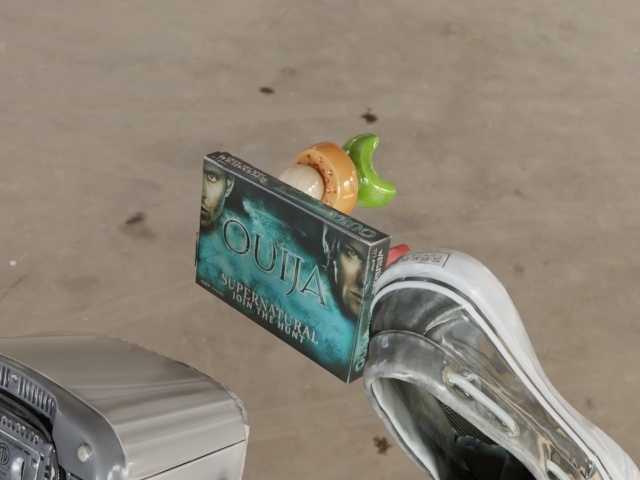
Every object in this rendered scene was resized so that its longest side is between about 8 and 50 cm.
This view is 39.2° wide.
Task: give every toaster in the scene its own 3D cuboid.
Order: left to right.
[{"bbox_3d":[-0.154,0.130,0.561,0.227,0.129,0.146,15,7,34],"label":"toaster"}]

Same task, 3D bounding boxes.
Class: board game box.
[{"bbox_3d":[-0.030,0.017,0.726,0.186,0.126,0.026,28,34,34],"label":"board game box"}]

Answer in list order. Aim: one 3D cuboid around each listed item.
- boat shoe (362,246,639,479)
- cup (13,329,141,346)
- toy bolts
[{"bbox_3d":[0.121,0.159,0.609,0.121,0.335,0.119,-15,33,42],"label":"boat shoe"},{"bbox_3d":[-0.413,0.269,1.372,0.331,0.237,0.331,-11,59,20],"label":"cup"},{"bbox_3d":[0.000,0.000,1.184,0.159,0.218,0.228,-18,85,-39],"label":"toy bolts"}]
